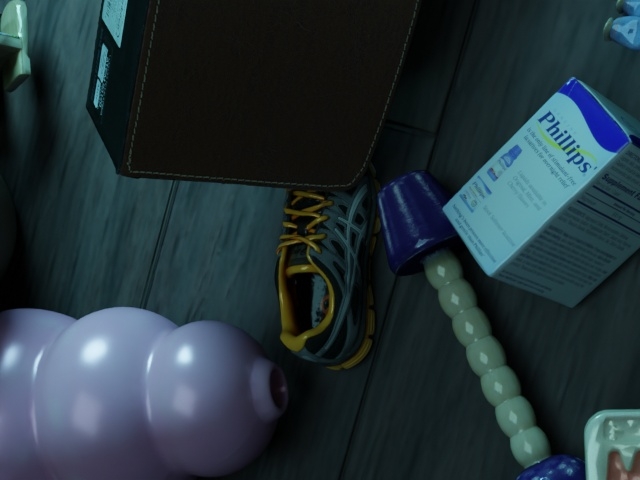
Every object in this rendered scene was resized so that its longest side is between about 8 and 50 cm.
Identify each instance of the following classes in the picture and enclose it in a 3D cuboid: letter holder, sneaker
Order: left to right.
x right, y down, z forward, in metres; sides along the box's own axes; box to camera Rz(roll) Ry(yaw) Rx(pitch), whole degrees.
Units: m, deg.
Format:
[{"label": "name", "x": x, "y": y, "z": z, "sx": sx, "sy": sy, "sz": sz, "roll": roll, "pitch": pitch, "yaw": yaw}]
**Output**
[{"label": "letter holder", "x": -0.044, "y": -0.207, "z": 0.949, "sx": 0.152, "sy": 0.214, "sz": 0.302, "roll": -127, "pitch": 45, "yaw": -57}, {"label": "sneaker", "x": 0.000, "y": 0.000, "z": 1.020, "sx": 0.084, "sy": 0.083, "sz": 0.215, "roll": -10, "pitch": 81, "yaw": 31}]

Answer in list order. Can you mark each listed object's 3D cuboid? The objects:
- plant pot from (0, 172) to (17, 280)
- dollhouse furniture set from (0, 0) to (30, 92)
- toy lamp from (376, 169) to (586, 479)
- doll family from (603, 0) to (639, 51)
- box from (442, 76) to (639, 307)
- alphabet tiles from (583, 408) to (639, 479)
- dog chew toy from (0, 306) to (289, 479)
[{"label": "plant pot", "x": -0.419, "y": -0.014, "z": 1.124, "sx": 0.323, "sy": 0.280, "sz": 0.323, "roll": 0, "pitch": 87, "yaw": 8}, {"label": "dollhouse furniture set", "x": -0.436, "y": -0.211, "z": 1.216, "sx": 0.242, "sy": 0.212, "sz": 0.161, "roll": -27, "pitch": 63, "yaw": 45}, {"label": "toy lamp", "x": 0.122, "y": 0.072, "z": 0.949, "sx": 0.080, "sy": 0.080, "sz": 0.275, "roll": -34, "pitch": 73, "yaw": 24}, {"label": "doll family", "x": 0.286, "y": -0.191, "z": 0.874, "sx": 0.111, "sy": 0.076, "sz": 0.193, "roll": 29, "pitch": 106, "yaw": 24}, {"label": "box", "x": 0.182, "y": -0.030, "z": 0.886, "sx": 0.137, "sy": 0.126, "sz": 0.072, "roll": -46, "pitch": 54, "yaw": 20}, {"label": "alphabet tiles", "x": 0.321, "y": 0.178, "z": 0.809, "sx": 0.284, "sy": 0.021, "sz": 0.278, "roll": -3, "pitch": 86, "yaw": 12}, {"label": "dog chew toy", "x": -0.185, "y": 0.150, "z": 1.060, "sx": 0.331, "sy": 0.206, "sz": 0.207, "roll": -10, "pitch": 82, "yaw": 21}]
